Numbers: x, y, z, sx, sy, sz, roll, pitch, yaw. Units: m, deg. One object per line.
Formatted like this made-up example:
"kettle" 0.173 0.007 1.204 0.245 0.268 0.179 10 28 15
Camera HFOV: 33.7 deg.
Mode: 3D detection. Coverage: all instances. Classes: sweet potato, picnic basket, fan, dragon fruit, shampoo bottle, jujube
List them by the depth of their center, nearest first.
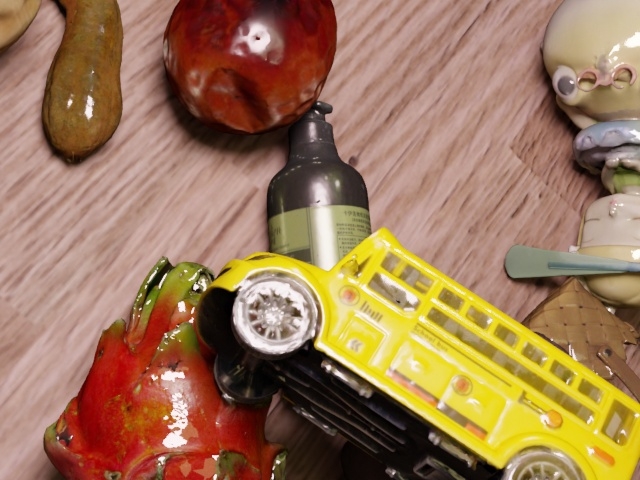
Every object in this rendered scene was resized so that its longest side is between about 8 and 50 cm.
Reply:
"dragon fruit" -0.107 0.149 0.904 0.200 0.198 0.269 23 59 5
"sweet potato" -0.226 -0.188 0.997 0.081 0.062 0.233 -2 75 -23
"shampoo bottle" 0.000 0.000 1.025 0.101 0.101 0.284 0 77 -24
"jujube" -0.065 -0.212 1.025 0.168 0.168 0.236 21 52 -18
"picnic basket" 0.278 0.143 1.095 0.178 0.128 0.138 44 66 11
"fan" 0.286 0.025 1.110 0.016 0.193 0.038 -11 101 -59

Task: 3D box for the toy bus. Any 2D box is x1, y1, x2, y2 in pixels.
"toy bus" 0.070 0.104 0.793 0.330 0.144 0.152 33 65 3

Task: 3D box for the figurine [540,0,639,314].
"figurine" 0.365 -0.094 1.187 0.274 0.226 0.394 16 76 -50

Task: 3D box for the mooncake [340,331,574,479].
"mooncake" 0.141 0.183 0.966 0.245 0.245 0.133 -33 91 -27

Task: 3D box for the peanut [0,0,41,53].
"peanut" -0.418 -0.271 0.867 0.387 0.169 0.192 21 83 -17
